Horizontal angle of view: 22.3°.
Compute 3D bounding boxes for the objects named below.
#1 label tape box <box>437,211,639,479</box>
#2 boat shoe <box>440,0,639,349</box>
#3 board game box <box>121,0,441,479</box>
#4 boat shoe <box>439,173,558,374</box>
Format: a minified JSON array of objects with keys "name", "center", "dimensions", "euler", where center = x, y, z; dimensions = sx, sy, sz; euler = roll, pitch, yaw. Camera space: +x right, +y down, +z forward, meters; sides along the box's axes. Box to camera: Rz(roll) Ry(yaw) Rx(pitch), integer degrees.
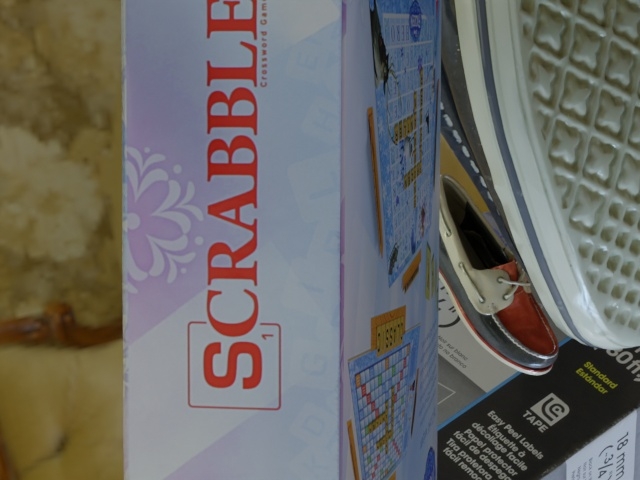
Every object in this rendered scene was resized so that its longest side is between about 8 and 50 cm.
[{"name":"label tape box","center":[0.168,0.093,1.276],"dimensions":[0.240,0.333,0.106],"euler":[39,149,39]},{"name":"boat shoe","center":[0.083,-0.176,0.866],"dimensions":[0.156,0.187,0.500],"euler":[-5,113,53]},{"name":"board game box","center":[0.000,0.000,0.589],"dimensions":[0.318,0.065,0.318],"euler":[-22,-67,-80]},{"name":"boat shoe","center":[0.103,0.021,0.997],"dimensions":[0.137,0.049,0.043],"euler":[54,133,14]}]
